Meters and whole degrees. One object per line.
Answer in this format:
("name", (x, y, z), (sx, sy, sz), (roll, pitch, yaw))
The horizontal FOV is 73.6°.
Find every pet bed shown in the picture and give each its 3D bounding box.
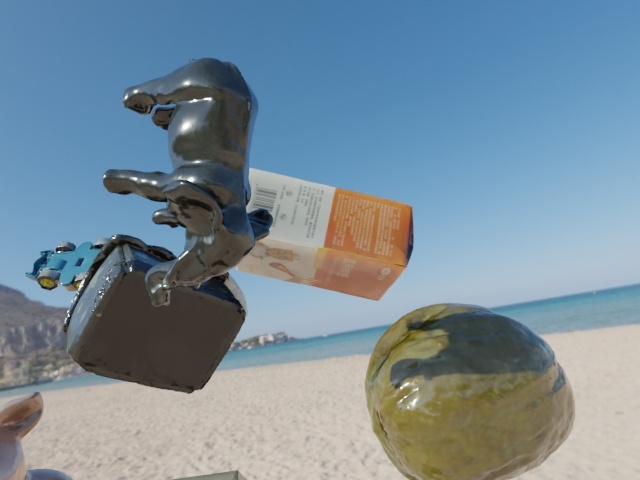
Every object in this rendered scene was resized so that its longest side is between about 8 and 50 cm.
("pet bed", (-0.245, 0.108, 0.643), (0.210, 0.183, 0.159), (26, 6, -34))

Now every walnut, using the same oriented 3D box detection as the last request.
("walnut", (0.201, 0.214, 0.606), (0.282, 0.283, 0.227), (-8, -15, -5))

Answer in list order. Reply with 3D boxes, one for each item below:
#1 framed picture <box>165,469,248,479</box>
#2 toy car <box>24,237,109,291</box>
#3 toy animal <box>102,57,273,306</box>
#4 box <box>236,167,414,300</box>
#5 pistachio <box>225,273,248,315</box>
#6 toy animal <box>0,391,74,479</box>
("framed picture", (-0.424, 0.788, 1.309), (0.445, 0.028, 0.326), (-10, -42, 3))
("toy car", (-0.491, 0.071, 0.872), (0.161, 0.126, 0.098), (-3, -51, -2))
("toy animal", (-0.126, -0.060, 0.403), (0.146, 0.245, 0.114), (-1, 4, 26))
("box", (0.000, 0.000, 0.887), (0.341, 0.144, 0.225), (13, -25, -1))
("pistachio", (-0.388, 0.210, 1.563), (0.187, 0.188, 0.299), (-12, -50, 14))
("toy animal", (-0.489, 0.399, 0.622), (0.237, 0.269, 0.326), (-28, -31, -1))
